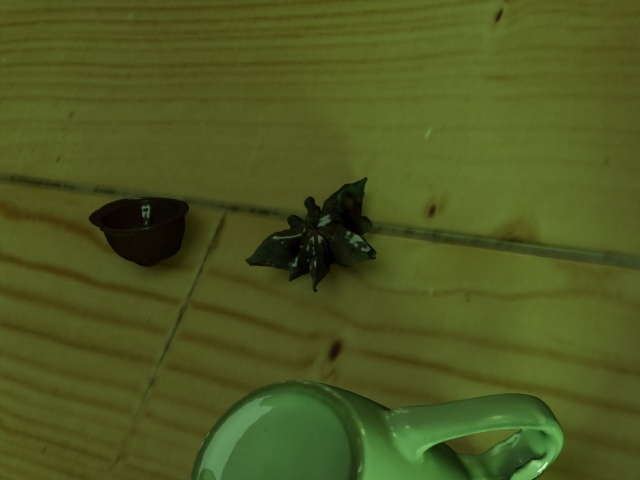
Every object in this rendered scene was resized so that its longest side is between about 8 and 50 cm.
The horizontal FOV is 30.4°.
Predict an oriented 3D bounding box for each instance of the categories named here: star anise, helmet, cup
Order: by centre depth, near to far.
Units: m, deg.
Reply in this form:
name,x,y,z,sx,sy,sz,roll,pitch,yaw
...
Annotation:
name,x,y,z,sx,sy,sz,roll,pitch,yaw
cup,0.050,0.182,0.843,0.258,0.234,0.186,-36,50,3
star anise,-0.010,0.001,1.103,0.129,0.056,0.124,-20,42,14
helmet,-0.180,-0.004,1.207,0.111,0.057,0.089,10,30,40
